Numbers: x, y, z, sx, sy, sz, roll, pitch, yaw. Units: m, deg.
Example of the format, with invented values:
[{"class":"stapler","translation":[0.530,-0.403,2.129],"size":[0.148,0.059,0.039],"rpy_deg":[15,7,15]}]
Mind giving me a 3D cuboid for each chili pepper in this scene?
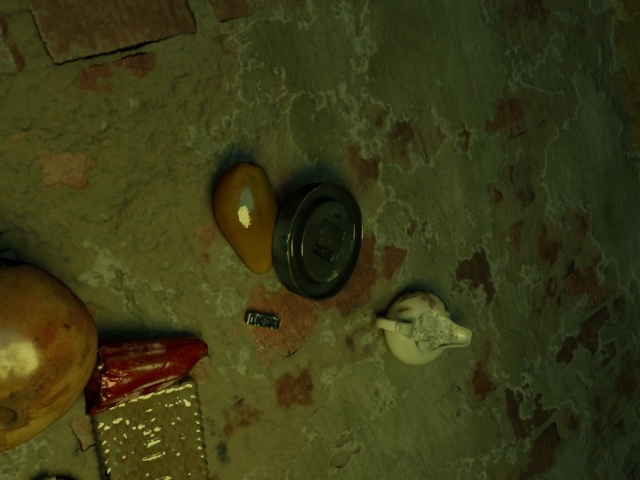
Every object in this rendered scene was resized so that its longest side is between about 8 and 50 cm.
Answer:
[{"class":"chili pepper","translation":[-0.338,0.254,0.968],"size":[0.253,0.136,0.144],"rpy_deg":[2,94,-47]}]

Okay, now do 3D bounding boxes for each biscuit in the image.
[{"class":"biscuit","translation":[-0.344,0.462,1.026],"size":[0.217,0.044,0.324],"rpy_deg":[-11,99,-29]}]

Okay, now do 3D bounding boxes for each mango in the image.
[{"class":"mango","translation":[-0.156,-0.044,1.062],"size":[0.139,0.113,0.253],"rpy_deg":[-22,112,-34]}]

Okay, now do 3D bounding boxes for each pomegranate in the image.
[{"class":"pomegranate","translation":[-0.522,0.180,0.766],"size":[0.322,0.322,0.321],"rpy_deg":[-3,95,-30]}]

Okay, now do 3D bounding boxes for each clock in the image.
[{"class":"clock","translation":[0.000,0.000,1.134],"size":[0.281,0.056,0.280],"rpy_deg":[-14,109,-50]}]

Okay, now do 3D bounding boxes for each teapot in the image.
[{"class":"teapot","translation":[0.260,0.234,1.311],"size":[0.298,0.139,0.204],"rpy_deg":[8,92,-31]}]

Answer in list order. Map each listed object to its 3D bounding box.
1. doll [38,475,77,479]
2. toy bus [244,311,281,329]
[{"class":"doll","translation":[-0.512,0.501,0.894],"size":[0.181,0.110,0.106],"rpy_deg":[-22,106,-30]},{"class":"toy bus","translation":[-0.133,0.184,1.134],"size":[0.083,0.037,0.031],"rpy_deg":[15,87,-30]}]
